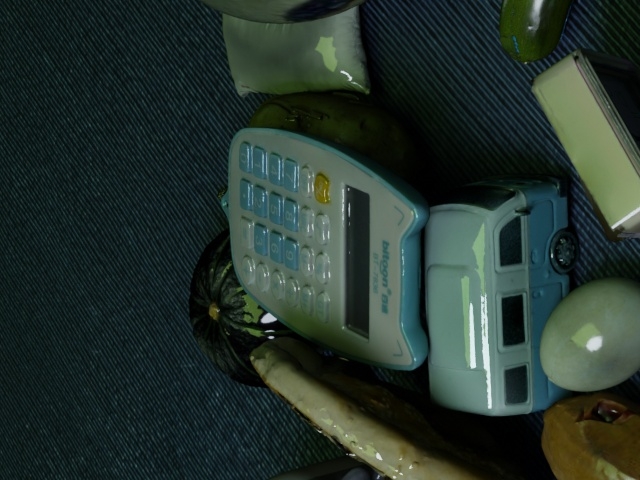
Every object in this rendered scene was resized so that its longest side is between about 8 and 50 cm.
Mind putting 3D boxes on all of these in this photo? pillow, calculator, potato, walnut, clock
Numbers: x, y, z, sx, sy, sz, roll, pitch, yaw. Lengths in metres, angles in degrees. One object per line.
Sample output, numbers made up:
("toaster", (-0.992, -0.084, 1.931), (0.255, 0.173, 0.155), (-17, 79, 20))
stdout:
("pillow", (-0.033, -0.259, 2.263), (0.254, 0.078, 0.144), (4, 97, 47))
("calculator", (0.000, 0.000, 2.059), (0.386, 0.054, 0.256), (22, 120, 46))
("potato", (0.010, -0.117, 2.180), (0.248, 0.169, 0.143), (24, 82, 45))
("walnut", (0.338, 0.249, 1.899), (0.245, 0.137, 0.137), (38, 122, 34))
("clock", (0.316, -0.100, 1.815), (0.071, 0.147, 0.192), (-36, 69, 28))

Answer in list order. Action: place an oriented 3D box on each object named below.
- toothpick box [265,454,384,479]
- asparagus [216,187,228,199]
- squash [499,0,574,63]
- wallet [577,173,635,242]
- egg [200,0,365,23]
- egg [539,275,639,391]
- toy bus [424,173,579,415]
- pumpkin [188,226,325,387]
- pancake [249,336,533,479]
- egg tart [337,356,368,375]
("toothpick box", (0.039, 0.355, 2.099), (0.229, 0.316, 0.229), (7, 99, 46))
("asparagus", (-0.104, -0.083, 2.410), (0.127, 0.015, 0.018), (-32, 63, 44))
("squash", (0.271, -0.347, 1.924), (0.087, 0.087, 0.331), (40, 121, 36))
("wallet", (0.370, -0.085, 1.891), (0.198, 0.031, 0.110), (-37, 69, 43))
("egg", (-0.044, -0.425, 2.058), (0.428, 0.345, 0.345), (-21, 80, 52))
("egg", (0.307, 0.105, 1.921), (0.152, 0.114, 0.114), (-40, 66, 26))
("toy bus", (0.200, 0.063, 1.995), (0.133, 0.165, 0.271), (3, 98, 47))
("pumpkin", (-0.079, 0.087, 2.302), (0.220, 0.162, 0.220), (6, 98, 51))
("pancake", (0.092, 0.215, 1.998), (0.387, 0.387, 0.082), (34, 96, 39))
("egg tart", (0.038, 0.200, 2.279), (0.105, 0.039, 0.105), (9, 102, 46))
